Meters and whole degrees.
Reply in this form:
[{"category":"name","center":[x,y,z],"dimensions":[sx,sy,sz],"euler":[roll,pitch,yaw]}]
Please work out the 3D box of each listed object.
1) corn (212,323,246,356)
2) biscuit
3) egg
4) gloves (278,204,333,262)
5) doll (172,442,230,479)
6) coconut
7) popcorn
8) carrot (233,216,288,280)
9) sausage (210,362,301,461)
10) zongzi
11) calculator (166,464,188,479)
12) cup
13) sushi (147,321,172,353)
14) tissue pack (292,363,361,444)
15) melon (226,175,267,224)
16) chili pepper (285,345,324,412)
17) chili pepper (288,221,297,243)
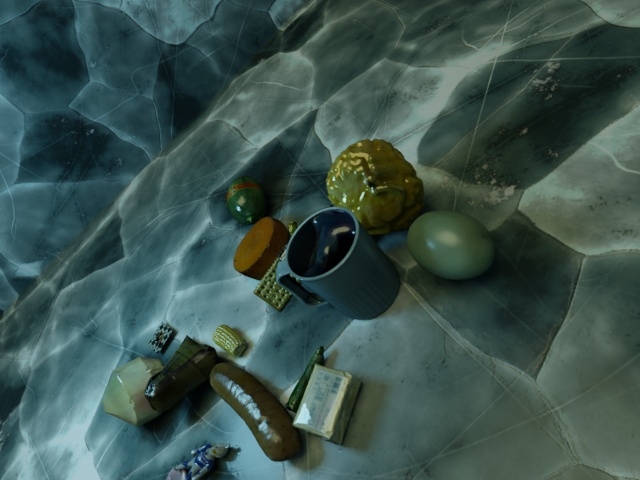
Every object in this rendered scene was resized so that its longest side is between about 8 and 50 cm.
[{"category":"corn","center":[-0.349,0.383,1.788],"dimensions":[0.085,0.063,0.165],"euler":[-47,42,-17]},{"category":"biscuit","center":[-0.144,0.142,1.797],"dimensions":[0.139,0.016,0.231],"euler":[34,79,9]},{"category":"egg","center":[0.384,0.011,1.397],"dimensions":[0.202,0.203,0.283],"euler":[-52,40,-7]},{"category":"gloves","center":[0.004,0.003,1.734],"dimensions":[0.210,0.135,0.312],"euler":[35,88,17]},{"category":"doll","center":[-0.391,0.724,1.546],"dimensions":[0.227,0.057,0.114],"euler":[-35,34,4]},{"category":"coconut","center":[-0.710,0.580,1.802],"dimensions":[0.260,0.259,0.259],"euler":[-21,47,24]},{"category":"popcorn","center":[0.204,-0.192,1.640],"dimensions":[0.349,0.348,0.382],"euler":[-13,16,31]},{"category":"carrot","center":[-0.248,0.023,1.941],"dimensions":[0.258,0.100,0.307],"euler":[-35,38,26]},{"category":"sausage","center":[-0.225,0.531,1.532],"dimensions":[0.501,0.123,0.136],"euler":[27,101,47]},{"category":"zongzi","center":[-0.554,0.485,1.786],"dimensions":[0.286,0.138,0.300],"euler":[-33,31,-26]},{"category":"calculator","center":[-0.482,0.837,1.562],"dimensions":[0.103,0.024,0.165],"euler":[-34,41,12]},{"category":"cup","center":[0.057,0.109,1.498],"dimensions":[0.331,0.311,0.256],"euler":[-43,41,3]},{"category":"sushi","center":[-0.696,0.431,2.057],"dimensions":[0.126,0.026,0.120],"euler":[14,70,49]},{"category":"tissue pack","center":[0.020,0.485,1.392],"dimensions":[0.149,0.092,0.196],"euler":[4,59,39]},{"category":"melon","center":[-0.337,-0.178,2.140],"dimensions":[0.182,0.182,0.287],"euler":[-35,44,11]},{"category":"chili pepper","center":[-0.038,0.438,1.486],"dimensions":[0.059,0.088,0.226],"euler":[12,63,28]},{"category":"chili pepper","center":[-0.117,0.011,1.909],"dimensions":[0.050,0.052,0.201],"euler":[-46,32,47]}]
